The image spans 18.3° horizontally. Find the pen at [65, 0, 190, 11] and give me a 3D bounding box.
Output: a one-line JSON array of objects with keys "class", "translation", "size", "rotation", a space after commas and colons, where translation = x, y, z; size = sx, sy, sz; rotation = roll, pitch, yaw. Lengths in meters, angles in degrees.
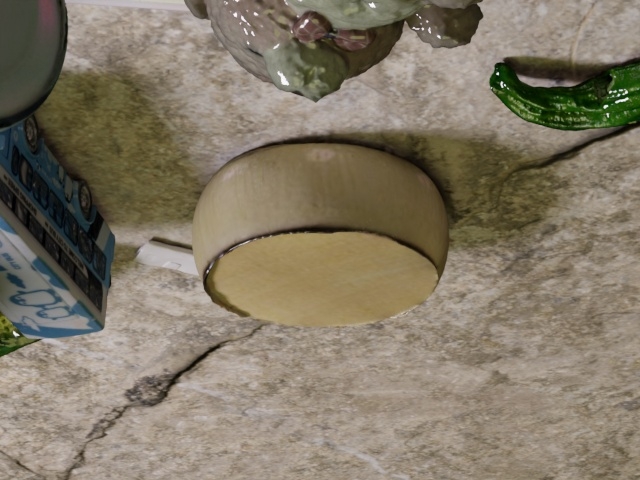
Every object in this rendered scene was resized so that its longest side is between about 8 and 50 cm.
[{"class": "pen", "translation": [-0.166, -0.203, 1.616], "size": [0.269, 0.033, 0.033], "rotation": [4, 153, -3]}]

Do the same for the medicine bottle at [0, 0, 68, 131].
[{"class": "medicine bottle", "translation": [-0.372, -0.150, 1.502], "size": [0.290, 0.245, 0.245], "rotation": [-23, 144, 38]}]

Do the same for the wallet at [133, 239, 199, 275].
[{"class": "wallet", "translation": [-0.150, 0.018, 2.070], "size": [0.083, 0.011, 0.044], "rotation": [13, 151, -22]}]

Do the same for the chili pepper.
[{"class": "chili pepper", "translation": [0.240, -0.130, 1.717], "size": [0.182, 0.050, 0.073], "rotation": [-4, 159, 18]}]

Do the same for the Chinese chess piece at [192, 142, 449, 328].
[{"class": "Chinese chess piece", "translation": [0.000, 0.000, 1.927], "size": [0.250, 0.103, 0.250], "rotation": [1, 153, 0]}]

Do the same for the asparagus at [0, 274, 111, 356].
[{"class": "asparagus", "translation": [-0.392, 0.089, 2.126], "size": [0.382, 0.108, 0.128], "rotation": [-23, 143, 36]}]

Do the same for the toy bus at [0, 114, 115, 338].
[{"class": "toy bus", "translation": [-0.289, -0.022, 1.870], "size": [0.106, 0.131, 0.297], "rotation": [-6, 153, 14]}]

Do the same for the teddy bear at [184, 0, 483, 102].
[{"class": "teddy bear", "translation": [0.012, -0.202, 1.484], "size": [0.236, 0.151, 0.267], "rotation": [19, 145, -26]}]
